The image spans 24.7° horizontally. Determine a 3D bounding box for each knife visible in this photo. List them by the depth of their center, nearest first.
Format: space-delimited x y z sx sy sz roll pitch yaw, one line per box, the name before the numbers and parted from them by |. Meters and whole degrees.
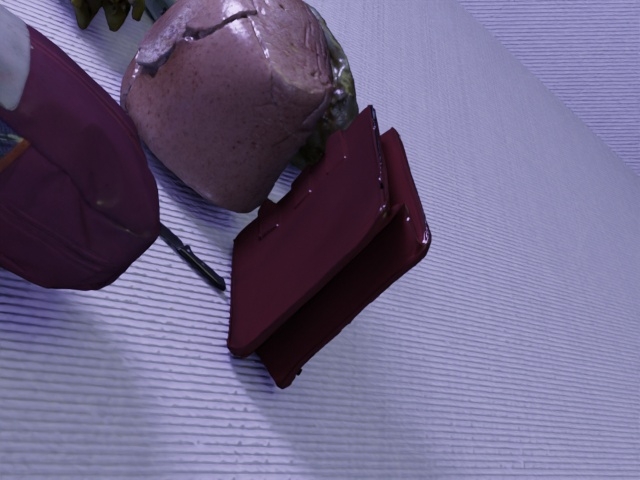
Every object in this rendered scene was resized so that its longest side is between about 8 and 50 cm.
knife | -0.170 -0.003 1.656 0.170 0.010 0.023 43 21 -6

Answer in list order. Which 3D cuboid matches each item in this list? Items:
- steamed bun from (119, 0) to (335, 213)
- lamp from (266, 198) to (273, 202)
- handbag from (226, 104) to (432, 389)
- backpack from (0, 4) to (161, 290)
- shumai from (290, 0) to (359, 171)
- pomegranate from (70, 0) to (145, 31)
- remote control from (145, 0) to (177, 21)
steamed bun | -0.131 -0.206 1.809 0.199 0.251 0.301 19 29 -33
lamp | -0.056 -0.034 1.875 0.121 0.054 0.041 53 21 18
handbag | 0.001 0.001 1.632 0.084 0.260 0.275 36 21 -22
backpack | -0.286 -0.084 1.311 0.317 0.197 0.283 38 20 -31
shumai | -0.069 -0.191 2.059 0.272 0.203 0.222 68 -16 1
pomegranate | -0.301 -0.441 1.953 0.309 0.216 0.359 34 54 -51
remote control | -0.137 -0.312 2.240 0.344 0.050 0.145 10 41 -58
